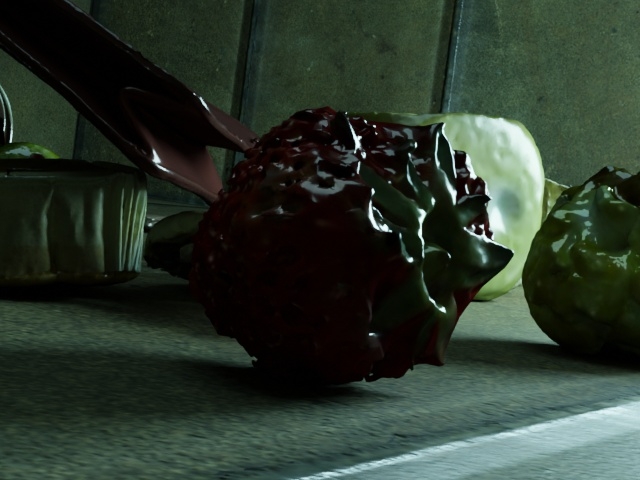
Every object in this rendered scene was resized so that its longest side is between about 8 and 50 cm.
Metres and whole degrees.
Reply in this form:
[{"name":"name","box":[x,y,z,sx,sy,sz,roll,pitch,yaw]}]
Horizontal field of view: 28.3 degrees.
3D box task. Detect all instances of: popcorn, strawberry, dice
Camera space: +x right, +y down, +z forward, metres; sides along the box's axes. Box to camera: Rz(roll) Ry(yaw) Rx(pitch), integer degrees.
[{"name":"popcorn","box":[0.283,0.016,1.130,0.198,0.212,0.198,11,35,-8]},{"name":"strawberry","box":[0.001,0.005,0.798,0.201,0.187,0.184,-10,-45,40]},{"name":"dice","box":[0.127,-0.050,1.616,0.233,0.226,0.238,5,3,-27]}]

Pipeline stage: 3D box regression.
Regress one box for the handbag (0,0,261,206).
[{"name":"handbag","box":[-0.191,-0.146,1.106,0.275,0.084,0.260,39,4,12]}]

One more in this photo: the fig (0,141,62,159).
[{"name":"fig","box":[-0.327,-0.041,1.416,0.123,0.123,0.156,7,-9,-5]}]

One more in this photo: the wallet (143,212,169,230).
[{"name":"wallet","box":[-0.310,-0.036,2.135,0.153,0.038,0.118,11,2,33]}]

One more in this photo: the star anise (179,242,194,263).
[{"name":"star anise","box":[0.000,0.030,1.070,0.231,0.089,0.209,19,-7,-10]}]

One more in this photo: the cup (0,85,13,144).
[{"name":"cup","box":[-0.482,-0.113,1.498,0.196,0.196,0.280,6,-14,-26]}]

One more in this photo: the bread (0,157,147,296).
[{"name":"bread","box":[-0.256,-0.013,1.080,0.192,0.109,0.210,-1,6,-29]}]

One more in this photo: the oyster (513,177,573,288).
[{"name":"oyster","box":[0.216,-0.012,1.785,0.107,0.201,0.354,-33,-5,-30]}]

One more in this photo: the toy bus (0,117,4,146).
[{"name":"toy bus","box":[-0.513,-0.157,1.226,0.440,0.249,0.209,-9,-8,41]}]

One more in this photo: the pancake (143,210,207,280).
[{"name":"pancake","box":[-0.034,0.014,1.238,0.282,0.049,0.282,5,-14,1]}]
